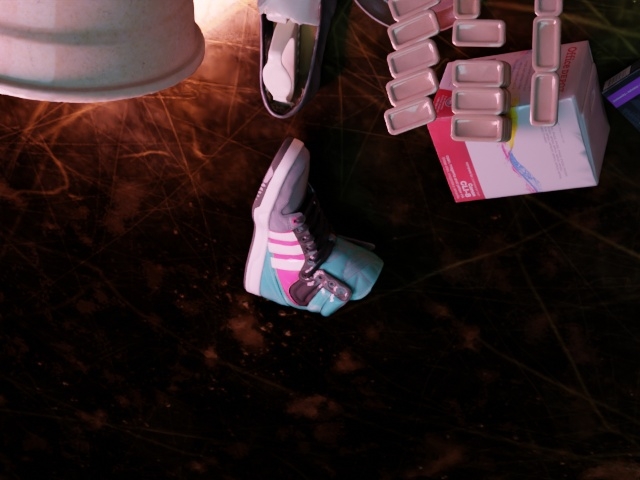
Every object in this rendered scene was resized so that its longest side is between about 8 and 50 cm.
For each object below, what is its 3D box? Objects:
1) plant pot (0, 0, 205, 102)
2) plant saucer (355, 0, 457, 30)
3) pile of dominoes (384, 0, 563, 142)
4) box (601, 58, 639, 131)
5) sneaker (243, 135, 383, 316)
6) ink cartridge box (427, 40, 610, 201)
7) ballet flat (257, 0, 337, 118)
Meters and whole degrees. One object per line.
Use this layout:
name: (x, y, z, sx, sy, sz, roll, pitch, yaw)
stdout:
plant pot: (-0.276, -0.362, 1.358, 0.334, 0.334, 0.305, 15, 122, 8)
plant saucer: (0.107, -0.315, 1.420, 0.168, 0.029, 0.168, 11, 134, 11)
pile of dominoes: (0.170, -0.234, 1.364, 0.196, 0.040, 0.251, 4, 96, 23)
box: (0.423, -0.152, 1.445, 0.162, 0.029, 0.116, 43, 132, -16)
sneaker: (0.000, 0.000, 1.672, 0.178, 0.124, 0.295, 22, 142, 8)
ink cartridge box: (0.236, -0.138, 1.458, 0.176, 0.128, 0.127, -6, 126, 26)
ballet flat: (-0.031, -0.261, 1.474, 0.095, 0.096, 0.280, 12, 133, 12)
